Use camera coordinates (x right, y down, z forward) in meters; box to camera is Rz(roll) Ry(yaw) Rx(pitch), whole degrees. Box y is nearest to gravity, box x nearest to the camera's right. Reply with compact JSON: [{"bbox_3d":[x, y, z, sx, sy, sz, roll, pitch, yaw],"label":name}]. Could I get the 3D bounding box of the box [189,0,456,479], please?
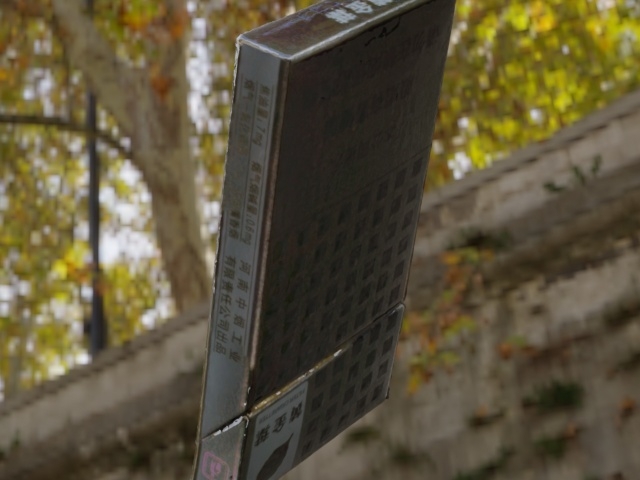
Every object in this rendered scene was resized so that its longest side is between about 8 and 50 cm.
[{"bbox_3d":[0.001,0.000,1.142,0.047,0.180,0.325,25,-55,27],"label":"box"}]
